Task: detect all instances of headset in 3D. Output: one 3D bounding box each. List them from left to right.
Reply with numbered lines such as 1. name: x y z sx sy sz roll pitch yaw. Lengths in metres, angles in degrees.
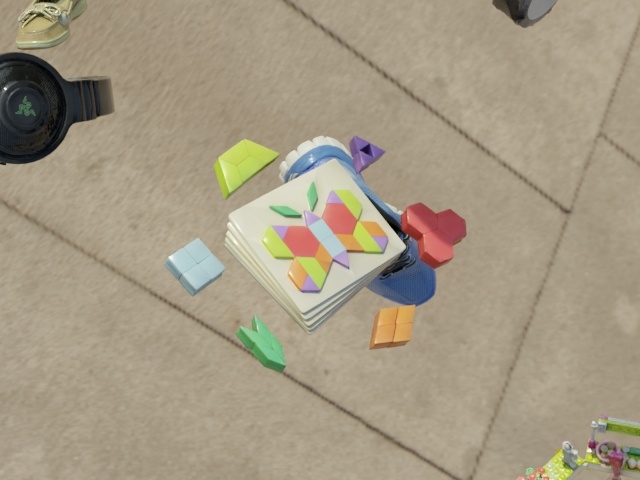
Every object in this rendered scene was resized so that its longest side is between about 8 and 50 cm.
1. headset: -0.418 -0.128 1.340 0.394 0.243 0.185 -21 108 -57

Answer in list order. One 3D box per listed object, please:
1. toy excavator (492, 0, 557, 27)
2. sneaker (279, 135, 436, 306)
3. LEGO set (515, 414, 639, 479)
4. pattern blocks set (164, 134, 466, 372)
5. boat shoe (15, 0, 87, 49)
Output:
1. toy excavator: 0.296 -0.470 1.270 0.222 0.433 0.445 43 91 20
2. sneaker: 0.065 0.008 1.526 0.130 0.147 0.330 -37 132 11
3. LEGO set: 0.367 0.314 1.536 0.287 0.107 0.132 -9 51 3
4. pattern blocks set: 0.000 0.000 1.214 0.285 0.026 0.325 40 52 1
5. boat shoe: -0.291 -0.249 1.198 0.153 0.056 0.048 -72 160 -55
